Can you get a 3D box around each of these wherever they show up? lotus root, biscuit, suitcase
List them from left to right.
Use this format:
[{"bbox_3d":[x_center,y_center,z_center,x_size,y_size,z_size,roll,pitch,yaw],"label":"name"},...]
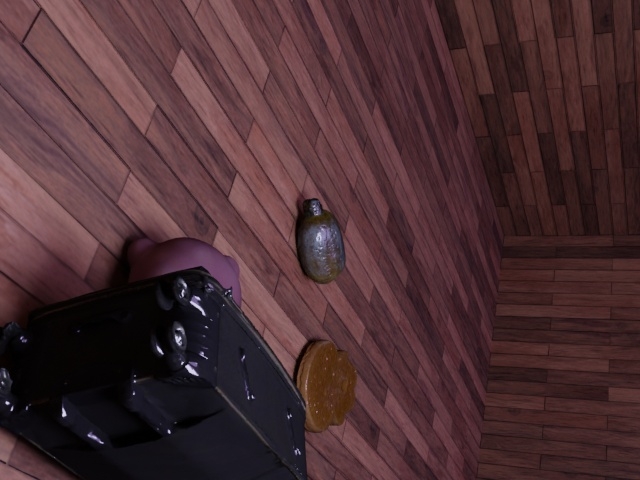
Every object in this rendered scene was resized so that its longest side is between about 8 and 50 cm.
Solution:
[{"bbox_3d":[-0.194,0.211,0.989,0.434,0.283,0.194,62,17,-45],"label":"suitcase"},{"bbox_3d":[0.000,0.000,1.660,0.113,0.088,0.192,-41,127,-52],"label":"lotus root"},{"bbox_3d":[0.014,0.323,1.739,0.289,0.044,0.202,21,71,-66],"label":"biscuit"}]

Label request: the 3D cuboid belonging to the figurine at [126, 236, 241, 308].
[{"bbox_3d":[-0.197,0.077,1.121,0.173,0.173,0.173,0,90,-66],"label":"figurine"}]
